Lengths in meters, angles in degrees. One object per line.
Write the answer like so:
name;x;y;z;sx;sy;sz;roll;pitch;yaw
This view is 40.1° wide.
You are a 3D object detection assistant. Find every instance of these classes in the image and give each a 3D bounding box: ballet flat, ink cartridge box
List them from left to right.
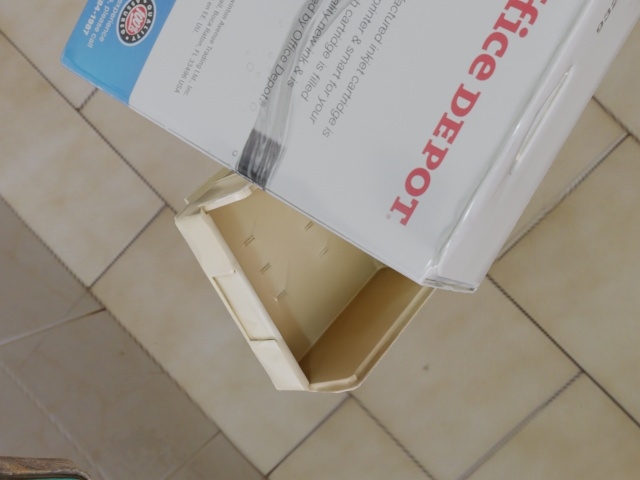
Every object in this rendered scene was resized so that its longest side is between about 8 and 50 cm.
ballet flat;-0.473;0.339;1.208;0.316;0.106;0.107;12;96;-25
ink cartridge box;0.016;-0.136;0.577;0.307;0.129;0.223;32;97;24

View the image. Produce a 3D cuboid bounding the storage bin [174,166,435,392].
storage bin;0.000;0.000;1.028;0.123;0.260;0.262;-8;118;44
